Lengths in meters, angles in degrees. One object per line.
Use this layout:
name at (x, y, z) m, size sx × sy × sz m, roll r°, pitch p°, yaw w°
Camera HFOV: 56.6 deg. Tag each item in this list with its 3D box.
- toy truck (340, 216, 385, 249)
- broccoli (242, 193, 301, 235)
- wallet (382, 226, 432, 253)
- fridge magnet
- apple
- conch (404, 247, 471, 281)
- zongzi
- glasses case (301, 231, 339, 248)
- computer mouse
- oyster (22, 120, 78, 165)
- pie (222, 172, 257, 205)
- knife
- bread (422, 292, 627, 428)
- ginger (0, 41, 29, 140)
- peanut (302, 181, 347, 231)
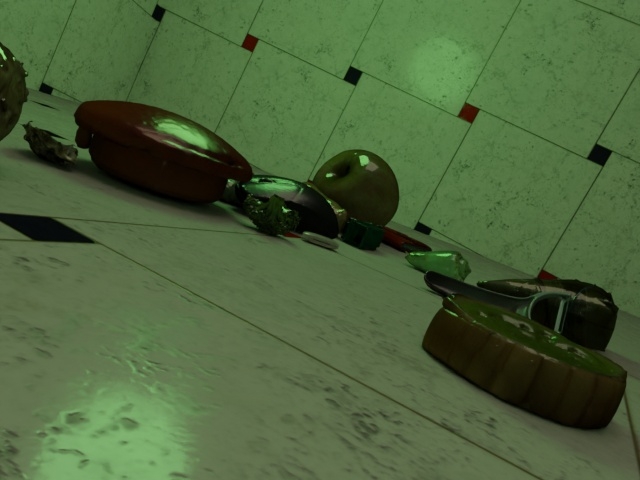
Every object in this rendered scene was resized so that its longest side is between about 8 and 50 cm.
toy truck at (0.112, -0.017, 1.536) m, size 0.079 × 0.065 × 0.147 m, roll 27°, pitch 9°, yaw 27°
broccoli at (-0.097, -0.058, 1.169) m, size 0.095 × 0.092 × 0.097 m, roll -4°, pitch 40°, yaw -42°
wallet at (0.237, -0.006, 1.879) m, size 0.142 × 0.045 × 0.204 m, roll 15°, pitch 10°, yaw -39°
fridge magnet at (-0.314, -0.183, 1.209) m, size 0.364 × 0.155 × 0.363 m, roll 20°, pitch 8°, yaw -3°
apple at (0.105, -0.134, 1.748) m, size 0.257 × 0.256 × 0.234 m, roll 27°, pitch -21°, yaw 41°
conch at (0.297, 0.059, 1.482) m, size 0.170 × 0.079 × 0.106 m, roll 17°, pitch -11°, yaw 31°
zongzi at (0.490, 0.130, 1.285) m, size 0.275 × 0.125 × 0.251 m, roll 17°, pitch 6°, yaw 24°
glasses case at (0.000, 0.000, 1.267) m, size 0.083 × 0.021 × 0.032 m, roll 19°, pitch 5°, yaw -15°
computer mouse at (-0.064, -0.092, 1.372) m, size 0.270 × 0.086 × 0.137 m, roll 23°, pitch 22°, yaw -17°
oyster at (-0.491, -0.171, 1.068) m, size 0.103 × 0.051 × 0.148 m, roll 37°, pitch -1°, yaw -28°
pie at (-0.213, -0.147, 1.531) m, size 0.307 × 0.071 × 0.306 m, roll 24°, pitch 9°, yaw -4°
knife at (0.335, 0.124, 1.169) m, size 0.278 × 0.053 × 0.123 m, roll 15°, pitch 48°, yaw 21°
bread at (0.245, 0.140, 0.722) m, size 0.236 × 0.069 × 0.236 m, roll 20°, pitch 9°, yaw -3°
ginger at (-0.482, -0.173, 0.697) m, size 0.256 × 0.176 × 0.375 m, roll -3°, pitch 20°, yaw -27°
peanut at (-0.001, -0.085, 1.585) m, size 0.100 × 0.099 × 0.214 m, roll 13°, pitch 15°, yaw -46°
